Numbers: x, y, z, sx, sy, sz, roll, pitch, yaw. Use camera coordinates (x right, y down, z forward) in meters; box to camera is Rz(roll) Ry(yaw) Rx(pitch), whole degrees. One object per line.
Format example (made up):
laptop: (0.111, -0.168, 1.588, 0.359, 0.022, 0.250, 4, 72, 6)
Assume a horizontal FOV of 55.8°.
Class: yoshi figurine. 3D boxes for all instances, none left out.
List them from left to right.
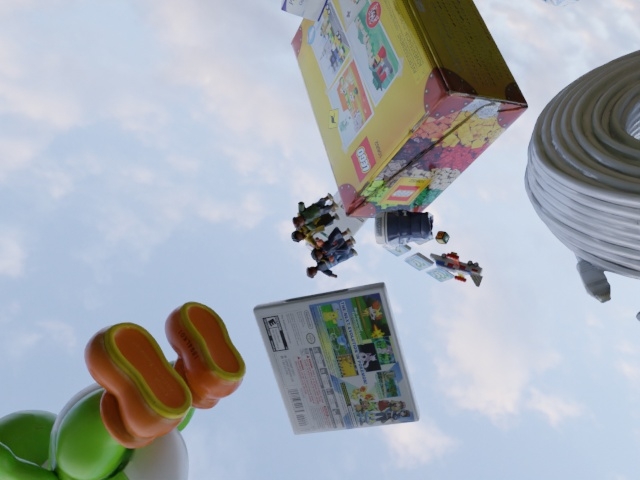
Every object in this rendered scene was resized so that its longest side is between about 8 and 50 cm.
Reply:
yoshi figurine: (-0.252, 0.196, 0.610, 0.203, 0.362, 0.203, 33, -157, -24)

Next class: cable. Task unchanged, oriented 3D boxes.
cable: (0.297, -0.075, 0.486, 0.257, 0.089, 0.257, -21, -143, 5)

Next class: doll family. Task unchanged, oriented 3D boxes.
doll family: (0.000, 0.000, 1.190, 0.111, 0.076, 0.193, -33, -71, -11)

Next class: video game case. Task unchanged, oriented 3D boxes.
video game case: (0.036, 0.268, 1.329, 0.299, 0.329, 0.036, -12, -165, 17)

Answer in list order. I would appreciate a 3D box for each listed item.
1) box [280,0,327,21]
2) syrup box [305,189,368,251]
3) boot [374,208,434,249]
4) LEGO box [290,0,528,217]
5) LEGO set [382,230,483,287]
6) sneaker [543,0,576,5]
box: (-0.012, -0.474, 1.045, 0.072, 0.126, 0.137, 15, -133, -15)
syrup box: (0.060, -0.064, 1.652, 0.096, 0.237, 0.093, 35, -160, -16)
boot: (0.144, -0.017, 0.984, 0.086, 0.069, 0.190, -1, -177, 14)
LEGO box: (0.145, -0.352, 1.248, 0.193, 0.372, 0.500, 0, -120, -30)
LEGO set: (0.255, 0.047, 1.377, 0.182, 0.244, 0.060, 32, -110, -9)
sneaker: (0.329, -0.374, 0.842, 0.086, 0.085, 0.237, 11, -164, 18)
